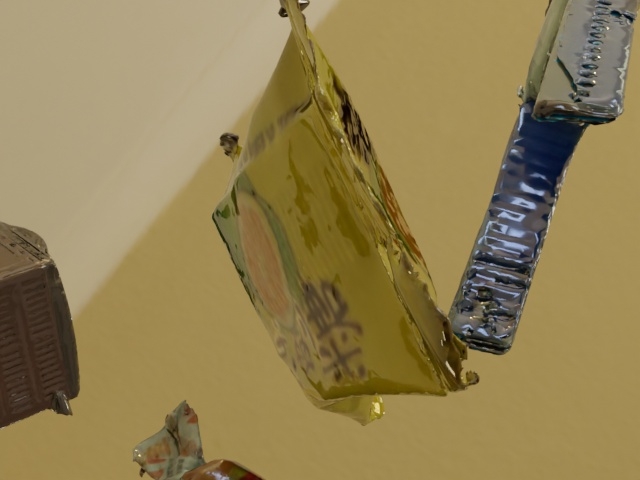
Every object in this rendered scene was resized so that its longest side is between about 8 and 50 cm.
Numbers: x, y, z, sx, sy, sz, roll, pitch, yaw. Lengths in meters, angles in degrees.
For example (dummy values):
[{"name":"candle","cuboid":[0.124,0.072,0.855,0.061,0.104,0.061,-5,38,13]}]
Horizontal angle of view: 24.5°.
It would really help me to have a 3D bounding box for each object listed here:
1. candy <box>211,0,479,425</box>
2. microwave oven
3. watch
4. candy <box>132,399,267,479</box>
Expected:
[{"name":"candy","cuboid":[0.000,0.000,0.697,0.081,0.187,0.297,-23,-8,-8]},{"name":"microwave oven","cuboid":[-0.381,0.085,1.566,0.188,0.247,0.178,-20,-62,-31]},{"name":"watch","cuboid":[0.161,-0.099,0.976,0.276,0.068,0.275,104,-170,-56]},{"name":"candy","cuboid":[-0.039,0.144,0.751,0.053,0.182,0.046,-42,-36,-12]}]
